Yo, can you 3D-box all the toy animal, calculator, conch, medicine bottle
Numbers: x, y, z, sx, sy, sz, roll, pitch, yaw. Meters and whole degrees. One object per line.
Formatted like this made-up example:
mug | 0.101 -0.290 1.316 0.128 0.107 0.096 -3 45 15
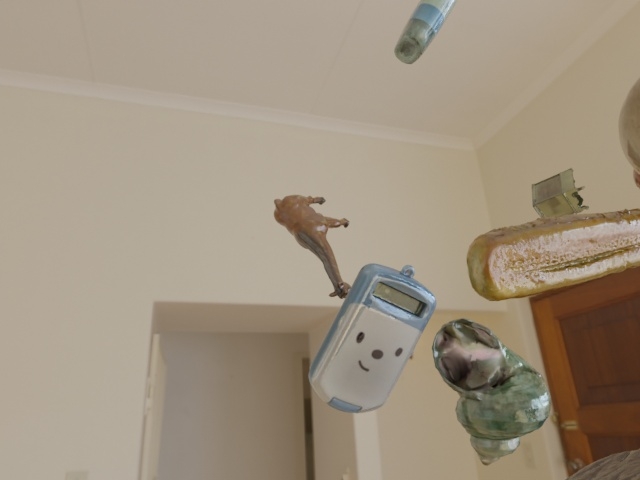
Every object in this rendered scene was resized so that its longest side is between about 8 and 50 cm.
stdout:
toy animal | 0.000 0.000 0.808 0.066 0.224 0.230 -55 -7 24
calculator | 0.069 0.125 0.611 0.121 0.210 0.039 27 2 -23
conch | 0.332 0.293 0.918 0.221 0.277 0.195 3 -7 -12
medicine bottle | 0.195 -0.396 0.780 0.054 0.208 0.090 32 -7 -4

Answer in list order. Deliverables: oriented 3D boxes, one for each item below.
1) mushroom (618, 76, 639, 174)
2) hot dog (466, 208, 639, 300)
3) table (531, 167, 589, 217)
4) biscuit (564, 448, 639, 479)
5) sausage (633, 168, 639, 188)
mushroom | 0.801 -0.259 0.928 0.363 0.294 0.362 14 -35 11
hot dog | 0.282 0.011 0.517 0.286 0.087 0.061 -4 -4 -19
table | 0.479 -0.087 0.940 0.083 0.079 0.062 -28 -63 38
biscuit | 0.731 0.645 1.146 0.408 0.091 0.407 -28 -17 -9
sausage | 0.911 -0.230 1.207 0.114 0.113 0.259 2 -41 -12
